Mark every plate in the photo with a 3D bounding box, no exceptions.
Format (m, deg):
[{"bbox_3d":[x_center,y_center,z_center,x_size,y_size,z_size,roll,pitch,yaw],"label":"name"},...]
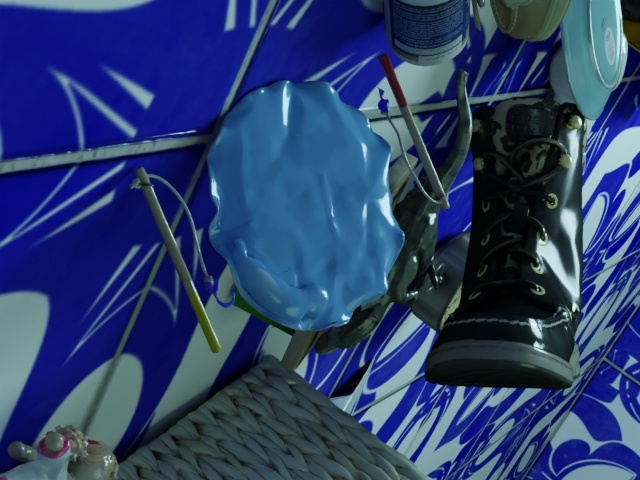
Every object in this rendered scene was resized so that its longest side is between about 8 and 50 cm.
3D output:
[{"bbox_3d":[0.275,-0.215,1.142,0.188,0.024,0.188,8,81,-61],"label":"plate"}]

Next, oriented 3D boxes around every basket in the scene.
[{"bbox_3d":[-0.041,0.349,1.088,0.266,0.331,0.328,-35,153,-43],"label":"basket"}]

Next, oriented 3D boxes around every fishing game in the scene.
[{"bbox_3d":[-0.011,-0.025,0.845,0.264,0.189,0.041,-35,-164,-37],"label":"fishing game"}]

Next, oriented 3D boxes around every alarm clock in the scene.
[{"bbox_3d":[0.158,0.047,1.394,0.129,0.064,0.192,-56,161,8],"label":"alarm clock"}]

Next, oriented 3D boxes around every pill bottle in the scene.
[{"bbox_3d":[0.079,-0.189,0.853,0.067,0.067,0.120,-47,158,-16],"label":"pill bottle"}]

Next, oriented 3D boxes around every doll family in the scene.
[{"bbox_3d":[-0.221,0.233,0.870,0.163,0.118,0.263,-25,128,-39],"label":"doll family"}]

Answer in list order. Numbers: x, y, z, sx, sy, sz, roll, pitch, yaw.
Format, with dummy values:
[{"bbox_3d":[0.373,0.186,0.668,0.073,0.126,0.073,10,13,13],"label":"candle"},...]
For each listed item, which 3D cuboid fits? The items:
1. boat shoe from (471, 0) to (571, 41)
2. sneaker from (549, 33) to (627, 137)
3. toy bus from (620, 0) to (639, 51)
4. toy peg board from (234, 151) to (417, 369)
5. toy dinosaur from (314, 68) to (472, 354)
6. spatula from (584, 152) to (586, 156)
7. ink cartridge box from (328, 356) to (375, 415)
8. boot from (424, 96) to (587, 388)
[{"bbox_3d":[0.136,-0.251,0.858,0.089,0.104,0.285,-18,147,-2],"label":"boat shoe"},{"bbox_3d":[0.315,-0.202,1.338,0.094,0.080,0.212,-57,169,-23],"label":"sneaker"},{"bbox_3d":[0.468,-0.317,1.384,0.220,0.149,0.211,-63,171,18],"label":"toy bus"},{"bbox_3d":[0.000,0.000,1.003,0.161,0.079,0.160,-65,171,29],"label":"toy peg board"},{"bbox_3d":[0.084,-0.012,1.000,0.268,0.064,0.118,-65,165,3],"label":"toy dinosaur"},{"bbox_3d":[0.297,-0.045,1.609,0.242,0.019,0.168,-23,139,-54],"label":"spatula"},{"bbox_3d":[-0.017,0.265,1.420,0.232,0.066,0.189,-61,172,-51],"label":"ink cartridge box"},{"bbox_3d":[0.193,0.002,1.124,0.377,0.138,0.284,13,79,-68],"label":"boot"}]
